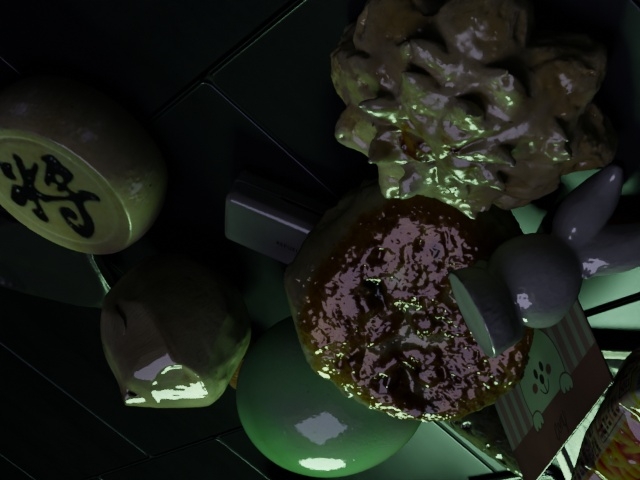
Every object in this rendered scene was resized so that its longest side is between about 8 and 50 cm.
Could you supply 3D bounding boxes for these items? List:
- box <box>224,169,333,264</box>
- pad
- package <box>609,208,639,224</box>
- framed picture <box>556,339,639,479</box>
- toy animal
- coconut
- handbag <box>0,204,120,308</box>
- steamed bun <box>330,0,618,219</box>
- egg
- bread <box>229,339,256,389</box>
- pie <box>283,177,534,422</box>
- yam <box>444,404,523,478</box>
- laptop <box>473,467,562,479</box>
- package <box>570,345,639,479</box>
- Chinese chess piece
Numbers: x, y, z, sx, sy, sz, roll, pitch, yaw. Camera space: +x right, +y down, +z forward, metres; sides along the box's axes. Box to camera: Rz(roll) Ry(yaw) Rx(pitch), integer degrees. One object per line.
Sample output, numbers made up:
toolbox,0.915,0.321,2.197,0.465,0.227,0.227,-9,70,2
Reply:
box,0.000,0.000,1.543,0.244,0.055,0.103,23,146,10
pad,0.247,0.141,1.453,0.005,0.202,0.300,-10,150,-16
package,0.365,0.010,1.309,0.200,0.022,0.083,17,144,22
framed picture,0.387,0.247,1.565,0.240,0.020,0.324,0,128,37
toy animal,0.242,0.024,1.298,0.103,0.221,0.131,57,174,17
coconut,-0.206,0.131,1.722,0.224,0.224,0.224,20,145,15
handbag,-0.444,0.007,1.872,0.332,0.075,0.191,12,142,28
steamed bun,0.136,-0.123,1.209,0.295,0.137,0.292,29,144,5
egg,0.015,0.196,1.639,0.270,0.220,0.220,-7,132,41
bread,-0.104,0.182,1.865,0.085,0.053,0.085,20,134,22
pie,0.105,0.075,1.429,0.315,0.092,0.315,7,116,14
yam,0.223,0.237,1.631,0.179,0.078,0.078,34,154,36
laptop,0.311,0.382,1.846,0.129,0.016,0.180,42,145,-18
package,0.358,0.180,1.348,0.108,0.223,0.288,43,137,19
Chinese chess piece,-0.320,-0.095,1.619,0.257,0.104,0.257,20,146,14
